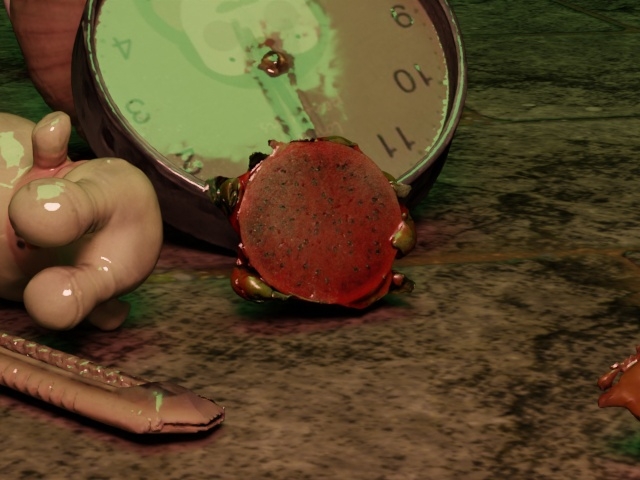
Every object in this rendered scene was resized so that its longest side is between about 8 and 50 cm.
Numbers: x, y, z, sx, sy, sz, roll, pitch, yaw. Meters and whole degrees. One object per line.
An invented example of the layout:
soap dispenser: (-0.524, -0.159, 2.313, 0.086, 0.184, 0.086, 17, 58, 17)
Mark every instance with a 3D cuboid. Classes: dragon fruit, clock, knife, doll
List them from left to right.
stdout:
knife: (-0.205, 0.062, 1.073, 0.365, 0.043, 0.089, 14, 22, 37)
doll: (-0.190, -0.014, 1.166, 0.113, 0.154, 0.275, -23, 19, -25)
clock: (-0.037, -0.140, 1.367, 0.319, 0.318, 0.066, -4, -26, -16)
dragon fruit: (0.000, 0.000, 1.199, 0.142, 0.138, 0.175, 44, -5, 12)

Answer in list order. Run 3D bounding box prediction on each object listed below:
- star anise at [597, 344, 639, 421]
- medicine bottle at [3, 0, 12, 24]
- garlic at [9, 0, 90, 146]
star anise: (0.292, 0.060, 0.931, 0.237, 0.148, 0.346, 13, 29, 28)
medicine bottle: (-0.187, -0.324, 2.026, 0.256, 0.256, 0.325, 16, 13, 42)
garlic: (-0.140, -0.207, 1.563, 0.318, 0.317, 0.259, -4, 13, -16)
